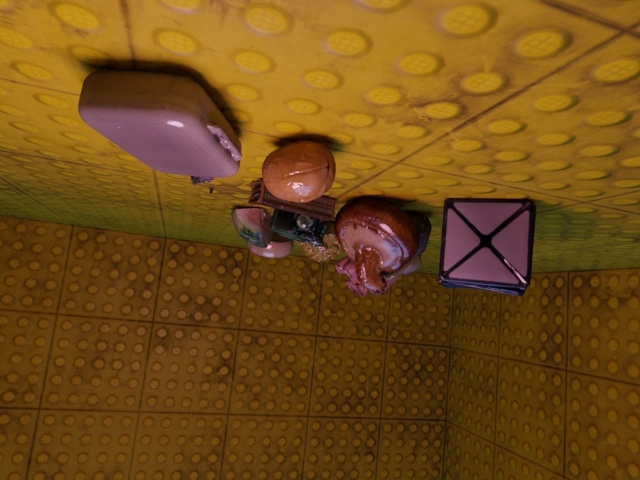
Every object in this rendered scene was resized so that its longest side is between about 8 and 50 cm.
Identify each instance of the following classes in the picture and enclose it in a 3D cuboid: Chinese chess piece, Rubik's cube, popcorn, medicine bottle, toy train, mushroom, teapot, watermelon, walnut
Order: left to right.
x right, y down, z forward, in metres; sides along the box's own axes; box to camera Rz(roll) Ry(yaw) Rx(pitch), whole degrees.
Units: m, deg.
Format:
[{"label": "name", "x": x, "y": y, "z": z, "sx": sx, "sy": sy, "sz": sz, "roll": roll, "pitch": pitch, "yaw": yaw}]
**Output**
[{"label": "medicine bottle", "x": -0.332, "y": -0.244, "z": 1.003, "sx": 0.282, "sy": 0.123, "sz": 0.375, "roll": 4, "pitch": 172, "yaw": 6}, {"label": "watermelon", "x": -0.304, "y": -0.072, "z": 2.156, "sx": 0.224, "sy": 0.180, "sz": 0.305, "roll": 49, "pitch": -179, "yaw": 8}, {"label": "Chinese chess piece", "x": -0.265, "y": 0.000, "z": 2.364, "sx": 0.250, "sy": 0.103, "sz": 0.250, "roll": 11, "pitch": -158, "yaw": -4}, {"label": "walnut", "x": -0.053, "y": -0.177, "z": 1.157, "sx": 0.197, "sy": 0.165, "sz": 0.165, "roll": 4, "pitch": 172, "yaw": 36}, {"label": "toy train", "x": -0.077, "y": -0.074, "z": 1.918, "sx": 0.238, "sy": 0.167, "sz": 0.299, "roll": 14, "pitch": 172, "yaw": 13}, {"label": "popcorn", "x": 0.004, "y": -0.009, "z": 2.180, "sx": 0.235, "sy": 0.216, "sz": 0.181, "roll": 9, "pitch": 147, "yaw": 23}, {"label": "mushroom", "x": 0.202, "y": 0.015, "z": 1.659, "sx": 0.345, "sy": 0.259, "sz": 0.345, "roll": 22, "pitch": 144, "yaw": 17}, {"label": "teapot", "x": 0.320, "y": -0.037, "z": 1.849, "sx": 0.251, "sy": 0.183, "sz": 0.183, "roll": 15, "pitch": 174, "yaw": 12}, {"label": "Rubik's cube", "x": 0.592, "y": 0.034, "z": 1.605, "sx": 0.307, "sy": 0.310, "sz": 0.305, "roll": 5, "pitch": 171, "yaw": 21}]

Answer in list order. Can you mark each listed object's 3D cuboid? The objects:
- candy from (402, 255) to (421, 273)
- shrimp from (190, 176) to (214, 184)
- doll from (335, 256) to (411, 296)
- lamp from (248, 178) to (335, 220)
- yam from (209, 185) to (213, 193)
[{"label": "candy", "x": 0.372, "y": 0.060, "z": 2.278, "sx": 0.295, "sy": 0.185, "sz": 0.295, "roll": 15, "pitch": -161, "yaw": -5}, {"label": "shrimp", "x": -0.356, "y": -0.207, "z": 1.371, "sx": 0.233, "sy": 0.090, "sz": 0.079, "roll": 17, "pitch": 163, "yaw": 49}, {"label": "doll", "x": 0.233, "y": 0.112, "z": 1.928, "sx": 0.216, "sy": 0.268, "sz": 0.284, "roll": 59, "pitch": 163, "yaw": -23}, {"label": "lamp", "x": -0.098, "y": -0.143, "z": 1.647, "sx": 0.325, "sy": 0.090, "sz": 0.089, "roll": 12, "pitch": 170, "yaw": -34}, {"label": "yam", "x": -0.429, "y": -0.198, "z": 1.762, "sx": 0.014, "sy": 0.014, "sz": 0.107, "roll": 8, "pitch": 171, "yaw": -14}]
